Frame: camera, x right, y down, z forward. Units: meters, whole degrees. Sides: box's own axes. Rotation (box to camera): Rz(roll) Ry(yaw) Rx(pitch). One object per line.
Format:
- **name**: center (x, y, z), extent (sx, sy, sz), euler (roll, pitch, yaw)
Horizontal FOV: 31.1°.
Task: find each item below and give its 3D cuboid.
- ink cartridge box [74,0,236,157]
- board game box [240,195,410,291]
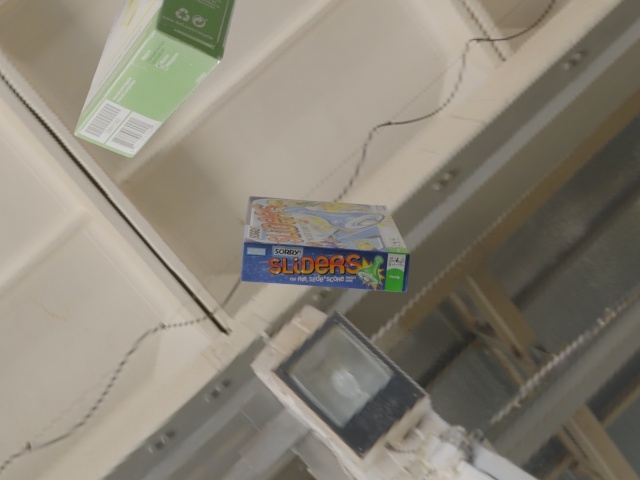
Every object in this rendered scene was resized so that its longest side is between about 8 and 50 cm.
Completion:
- **ink cartridge box**: center (-0.100, -0.196, 0.848), extent (0.056, 0.171, 0.235), euler (22, -119, -21)
- **board game box**: center (0.000, 0.000, 1.015), extent (0.136, 0.201, 0.035), euler (3, -77, -4)
